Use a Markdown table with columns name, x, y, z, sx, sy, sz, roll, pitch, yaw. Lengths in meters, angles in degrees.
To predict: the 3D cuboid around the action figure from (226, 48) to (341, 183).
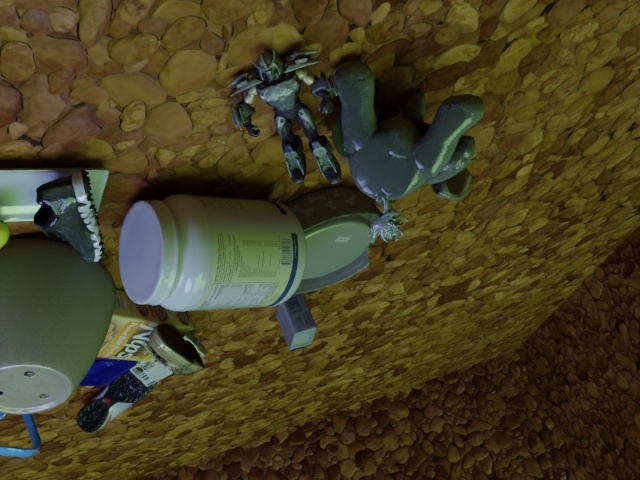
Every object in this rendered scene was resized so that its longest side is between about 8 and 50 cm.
| name | x | y | z | sx | sy | sz | roll | pitch | yaw |
| --- | --- | --- | --- | --- | --- | --- | --- | --- | --- |
| action figure | -0.049 | -0.219 | 1.155 | 0.186 | 0.099 | 0.285 | -11 | 141 | 15 |

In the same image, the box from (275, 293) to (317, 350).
| name | x | y | z | sx | sy | sz | roll | pitch | yaw |
| --- | --- | --- | --- | --- | --- | --- | --- | --- | --- |
| box | -0.075 | 0.245 | 1.981 | 0.072 | 0.126 | 0.137 | -15 | 153 | -19 |

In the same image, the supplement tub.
| name | x | y | z | sx | sy | sz | roll | pitch | yaw |
| --- | --- | --- | --- | --- | --- | --- | --- | --- | --- |
| supplement tub | -0.218 | 0.025 | 1.347 | 0.325 | 0.235 | 0.235 | 2 | 144 | -40 |

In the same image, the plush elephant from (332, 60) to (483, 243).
| name | x | y | z | sx | sy | sz | roll | pitch | yaw |
| --- | --- | --- | --- | --- | --- | --- | --- | --- | --- |
| plush elephant | 0.166 | -0.182 | 1.291 | 0.272 | 0.255 | 0.329 | 12 | 115 | 13 |

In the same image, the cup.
| name | x | y | z | sx | sy | sz | roll | pitch | yaw |
| --- | --- | --- | --- | --- | --- | --- | --- | --- | --- |
| cup | -0.572 | 0.193 | 1.289 | 0.332 | 0.236 | 0.331 | -9 | 137 | -9 |

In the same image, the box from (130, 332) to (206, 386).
| name | x | y | z | sx | sy | sz | roll | pitch | yaw |
| --- | --- | --- | --- | --- | --- | --- | --- | --- | --- |
| box | -0.445 | 0.331 | 1.886 | 0.207 | 0.036 | 0.114 | -28 | 120 | 11 |

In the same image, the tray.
| name | x | y | z | sx | sy | sz | roll | pitch | yaw |
| --- | --- | --- | --- | --- | --- | --- | --- | --- | --- |
| tray | -0.516 | -0.085 | 1.141 | 0.271 | 0.030 | 0.145 | -4 | 147 | -32 |

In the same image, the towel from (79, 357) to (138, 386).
| name | x | y | z | sx | sy | sz | roll | pitch | yaw |
| --- | --- | --- | --- | --- | --- | --- | --- | --- | --- |
| towel | -0.649 | 0.328 | 1.738 | 0.228 | 0.076 | 0.308 | -36 | 150 | 23 |

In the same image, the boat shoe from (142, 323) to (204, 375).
| name | x | y | z | sx | sy | sz | roll | pitch | yaw |
| --- | --- | --- | --- | --- | --- | --- | --- | --- | --- |
| boat shoe | -0.375 | 0.291 | 1.661 | 0.089 | 0.104 | 0.285 | -28 | 154 | -4 |

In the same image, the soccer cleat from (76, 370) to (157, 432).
| name | x | y | z | sx | sy | sz | roll | pitch | yaw |
| --- | --- | --- | --- | --- | --- | --- | --- | --- | --- |
| soccer cleat | -0.608 | 0.467 | 2.024 | 0.318 | 0.108 | 0.116 | -40 | 179 | 14 |

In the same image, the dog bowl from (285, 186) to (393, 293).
| name | x | y | z | sx | sy | sz | roll | pitch | yaw |
| --- | --- | --- | --- | --- | --- | --- | --- | --- | --- |
| dog bowl | 0.000 | 0.000 | 1.620 | 0.349 | 0.102 | 0.348 | -19 | 153 | -10 |

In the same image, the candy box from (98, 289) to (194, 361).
| name | x | y | z | sx | sy | sz | roll | pitch | yaw |
| --- | --- | --- | --- | --- | --- | --- | --- | --- | --- |
| candy box | -0.492 | 0.213 | 1.637 | 0.183 | 0.087 | 0.316 | -35 | 151 | 20 |

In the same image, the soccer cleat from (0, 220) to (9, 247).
| name | x | y | z | sx | sy | sz | roll | pitch | yaw |
| --- | --- | --- | --- | --- | --- | --- | --- | --- | --- |
| soccer cleat | -0.645 | 0.052 | 1.154 | 0.289 | 0.121 | 0.093 | -24 | 162 | 20 |

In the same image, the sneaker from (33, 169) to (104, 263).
| name | x | y | z | sx | sy | sz | roll | pitch | yaw |
| --- | --- | --- | --- | --- | --- | --- | --- | --- | --- |
| sneaker | -0.450 | -0.033 | 1.175 | 0.106 | 0.078 | 0.234 | -11 | 147 | -17 |

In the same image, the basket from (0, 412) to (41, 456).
| name | x | y | z | sx | sy | sz | roll | pitch | yaw |
| --- | --- | --- | --- | --- | --- | --- | --- | --- | --- |
| basket | -0.743 | 0.336 | 1.413 | 0.201 | 0.289 | 0.255 | -50 | 139 | 10 |
